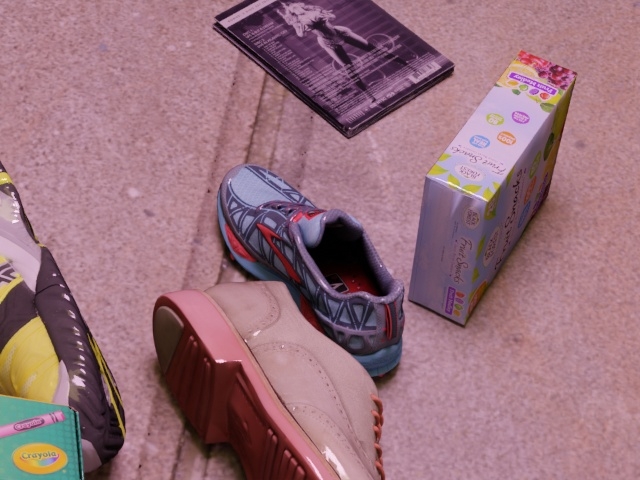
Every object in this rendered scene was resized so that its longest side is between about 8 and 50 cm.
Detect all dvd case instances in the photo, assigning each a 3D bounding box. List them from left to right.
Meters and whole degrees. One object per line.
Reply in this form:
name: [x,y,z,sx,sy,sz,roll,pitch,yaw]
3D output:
dvd case: [0.014,-0.216,1.682,0.164,0.018,0.221,-34,62,-30]

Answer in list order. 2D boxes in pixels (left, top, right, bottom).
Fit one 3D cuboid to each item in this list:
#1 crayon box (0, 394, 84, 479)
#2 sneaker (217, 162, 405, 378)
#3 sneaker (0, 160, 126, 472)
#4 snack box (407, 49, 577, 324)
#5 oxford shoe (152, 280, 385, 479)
crayon box: [-0.337,0.179,1.129,0.278,0.165,0.081,14,44,-30]
sneaker: [0.000,0.000,1.421,0.104,0.125,0.262,-25,58,-30]
sneaker: [-0.289,0.069,1.334,0.147,0.145,0.385,-27,50,-12]
snack box: [0.164,-0.051,1.456,0.070,0.174,0.207,25,51,18]
oxford shoe: [0.010,0.170,1.272,0.146,0.140,0.397,-18,56,-30]
